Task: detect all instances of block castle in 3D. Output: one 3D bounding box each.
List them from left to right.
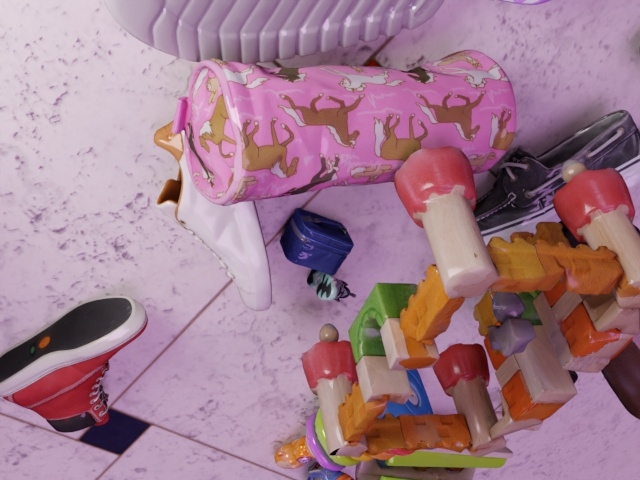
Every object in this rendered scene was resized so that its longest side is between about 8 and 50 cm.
[{"bbox_3d":[0.178,0.089,0.938,0.303,0.213,0.453,4,138,-19],"label":"block castle"}]

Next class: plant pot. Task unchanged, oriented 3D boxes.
[{"bbox_3d":[0.565,0.172,1.305,0.215,0.215,0.230,-44,112,13],"label":"plant pot"}]

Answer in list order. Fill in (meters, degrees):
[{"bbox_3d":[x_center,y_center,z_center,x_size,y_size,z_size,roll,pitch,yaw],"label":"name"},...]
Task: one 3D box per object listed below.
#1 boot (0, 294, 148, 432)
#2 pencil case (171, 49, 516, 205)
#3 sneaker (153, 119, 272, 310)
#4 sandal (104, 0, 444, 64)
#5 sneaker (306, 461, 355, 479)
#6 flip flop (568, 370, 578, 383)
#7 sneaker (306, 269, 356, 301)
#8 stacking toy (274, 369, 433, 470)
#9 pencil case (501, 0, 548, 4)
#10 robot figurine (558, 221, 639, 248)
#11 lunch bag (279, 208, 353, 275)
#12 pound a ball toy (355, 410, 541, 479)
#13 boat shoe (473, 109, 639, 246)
[{"bbox_3d":[-0.316,0.184,1.047,0.244,0.088,0.176,-28,130,11],"label":"boot"},{"bbox_3d":[0.035,-0.136,0.843,0.386,0.167,0.160,-10,86,-29],"label":"pencil case"},{"bbox_3d":[-0.140,-0.028,0.952,0.123,0.106,0.290,-16,117,-6],"label":"sneaker"},{"bbox_3d":[-0.041,-0.284,0.806,0.416,0.102,0.169,-8,143,-30],"label":"sandal"},{"bbox_3d":[0.014,0.476,1.388,0.083,0.087,0.221,-36,151,-31],"label":"sneaker"},{"bbox_3d":[0.400,0.230,1.354,0.112,0.080,0.277,-45,142,8],"label":"flip flop"},{"bbox_3d":[0.025,0.073,1.077,0.069,0.098,0.038,26,98,-21],"label":"sneaker"},{"bbox_3d":[0.036,0.325,1.256,0.302,0.165,0.175,-33,140,24],"label":"stacking toy"},{"bbox_3d":[0.245,-0.376,0.849,0.088,0.086,0.206,-41,140,-34],"label":"pencil case"},{"bbox_3d":[0.367,0.074,1.136,0.209,0.173,0.278,4,130,-34],"label":"robot figurine"},{"bbox_3d":[0.000,0.000,1.038,0.098,0.067,0.065,17,117,-29],"label":"lunch bag"},{"bbox_3d":[0.240,0.387,1.389,0.319,0.136,0.208,12,94,-27],"label":"pound a ball toy"},{"bbox_3d":[0.311,-0.084,1.078,0.335,0.121,0.119,-28,106,2],"label":"boat shoe"}]
